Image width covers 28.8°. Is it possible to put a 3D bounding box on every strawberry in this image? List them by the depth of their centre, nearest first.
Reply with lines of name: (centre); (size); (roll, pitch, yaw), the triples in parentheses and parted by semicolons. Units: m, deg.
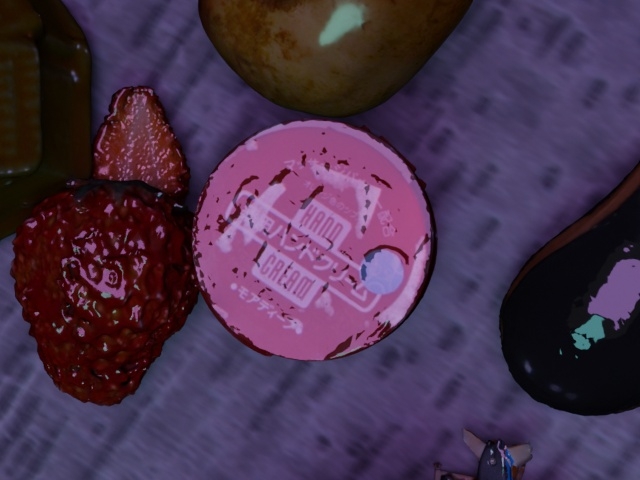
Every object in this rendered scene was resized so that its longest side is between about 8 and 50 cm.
strawberry: (-0.195, 0.064, 1.171); (0.190, 0.111, 0.236); (3, 110, -19)
strawberry: (-0.176, -0.076, 1.233); (0.104, 0.048, 0.152); (2, 87, 10)

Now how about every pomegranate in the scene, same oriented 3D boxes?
pomegranate: (0.025, -0.244, 1.123); (0.229, 0.270, 0.252); (40, 123, 11)

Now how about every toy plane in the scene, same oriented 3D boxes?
toy plane: (0.164, 0.276, 1.198); (0.135, 0.062, 0.188); (10, 95, 33)

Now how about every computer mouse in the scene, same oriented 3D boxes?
computer mouse: (0.310, 0.032, 1.157); (0.323, 0.116, 0.183); (-44, 92, 3)

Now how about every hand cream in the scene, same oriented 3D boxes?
hand cream: (0.000, 0.000, 1.168); (0.230, 0.149, 0.230); (0, 91, 7)

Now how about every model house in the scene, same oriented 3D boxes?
model house: (-0.330, -0.130, 1.147); (0.173, 0.239, 0.268); (-7, 84, 16)
